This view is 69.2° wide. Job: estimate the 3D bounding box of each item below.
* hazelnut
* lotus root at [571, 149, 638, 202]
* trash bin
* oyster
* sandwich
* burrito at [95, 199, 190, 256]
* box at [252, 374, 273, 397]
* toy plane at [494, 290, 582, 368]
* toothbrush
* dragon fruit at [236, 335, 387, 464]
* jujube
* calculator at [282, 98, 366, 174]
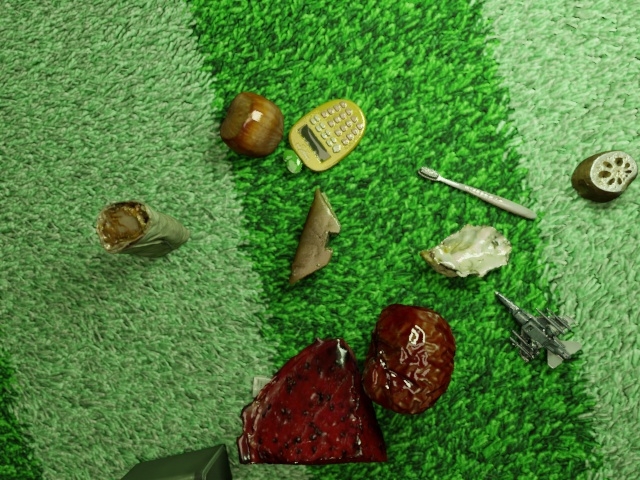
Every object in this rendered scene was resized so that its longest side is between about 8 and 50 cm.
[{"bbox_3d":[-0.164,-0.279,1.133,0.150,0.150,0.150,0,90,5],"label":"hazelnut"},{"bbox_3d":[0.663,-0.153,1.084,0.112,0.081,0.122,42,93,11],"label":"lotus root"},{"bbox_3d":[-0.357,0.603,1.125,0.241,0.164,0.122,-12,89,5],"label":"trash bin"},{"bbox_3d":[0.356,0.035,1.116,0.209,0.072,0.132,-28,81,-15],"label":"oyster"},{"bbox_3d":[0.000,0.000,1.131,0.088,0.090,0.244,16,89,9],"label":"sandwich"},{"bbox_3d":[-0.404,-0.023,1.065,0.143,0.299,0.105,-14,84,-1],"label":"burrito"},{"bbox_3d":[-0.128,0.373,1.175,0.083,0.024,0.054,6,89,6],"label":"box"},{"bbox_3d":[0.504,0.209,1.095,0.234,0.082,0.160,38,120,4],"label":"toy plane"},{"bbox_3d":[0.381,-0.116,1.127,0.307,0.029,0.025,23,86,4],"label":"toothbrush"},{"bbox_3d":[-0.024,0.418,1.132,0.329,0.228,0.286,-23,61,19],"label":"dragon fruit"},{"bbox_3d":[0.204,0.265,1.052,0.213,0.213,0.232,13,88,5],"label":"jujube"},{"bbox_3d":[0.007,-0.255,1.158,0.235,0.032,0.146,-36,87,3],"label":"calculator"}]
